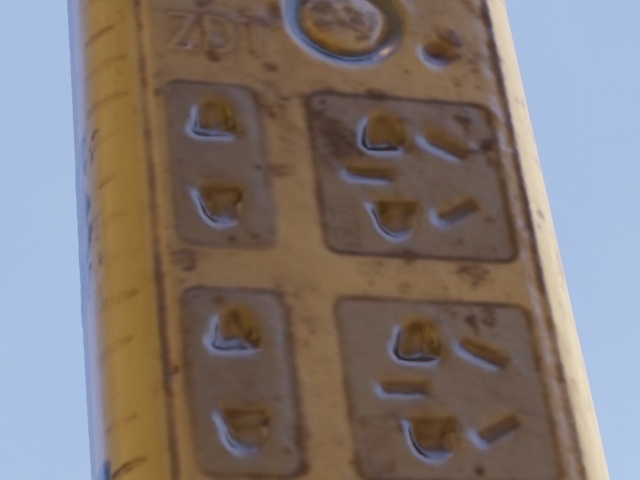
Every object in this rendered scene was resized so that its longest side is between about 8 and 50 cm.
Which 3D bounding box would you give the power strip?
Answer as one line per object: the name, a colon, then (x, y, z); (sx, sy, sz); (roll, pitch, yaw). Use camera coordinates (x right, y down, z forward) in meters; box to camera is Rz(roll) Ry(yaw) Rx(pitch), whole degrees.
power strip: (0.000, 0.000, 0.361); (0.092, 0.034, 0.268); (3, -125, -16)
